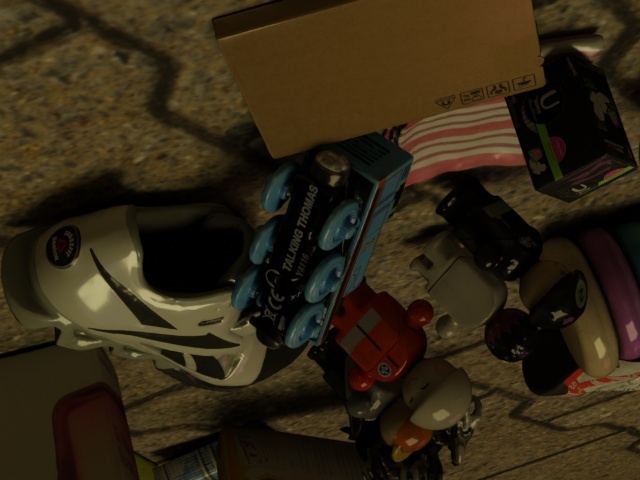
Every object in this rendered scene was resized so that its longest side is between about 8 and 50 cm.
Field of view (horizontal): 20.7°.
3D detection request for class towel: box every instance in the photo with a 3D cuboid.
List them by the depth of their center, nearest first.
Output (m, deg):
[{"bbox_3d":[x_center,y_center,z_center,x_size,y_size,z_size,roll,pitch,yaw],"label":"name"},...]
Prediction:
[{"bbox_3d":[0.124,-0.094,1.320,0.144,0.029,0.197,-11,160,-12],"label":"towel"}]

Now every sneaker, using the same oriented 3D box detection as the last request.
[{"bbox_3d":[-0.084,0.039,1.402,0.146,0.122,0.330,-24,159,32],"label":"sneaker"},{"bbox_3d":[0.360,0.107,1.958,0.145,0.090,0.270,-1,160,-36],"label":"sneaker"}]

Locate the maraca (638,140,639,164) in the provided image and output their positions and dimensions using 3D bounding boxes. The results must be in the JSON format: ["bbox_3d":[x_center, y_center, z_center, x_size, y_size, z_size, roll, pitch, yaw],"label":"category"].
[{"bbox_3d":[0.308,-0.094,1.360,0.127,0.099,0.185,-15,135,-3],"label":"maraca"}]

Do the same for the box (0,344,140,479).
[{"bbox_3d":[-0.239,0.228,1.649,0.127,0.232,0.148,-14,161,-1],"label":"box"}]

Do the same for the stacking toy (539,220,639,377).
[{"bbox_3d":[0.383,0.011,1.670,0.330,0.141,0.141,-21,161,-1],"label":"stacking toy"}]

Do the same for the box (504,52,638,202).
[{"bbox_3d":[0.177,-0.079,1.247,0.062,0.083,0.052,-29,154,29],"label":"box"}]

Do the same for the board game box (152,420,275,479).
[{"bbox_3d":[-0.125,0.302,2.162,0.194,0.060,0.194,-25,159,7],"label":"board game box"}]

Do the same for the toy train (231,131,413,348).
[{"bbox_3d":[0.000,0.000,1.302,0.105,0.080,0.184,-33,150,-45],"label":"toy train"}]

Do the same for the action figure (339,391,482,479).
[{"bbox_3d":[0.102,0.216,1.970,0.164,0.141,0.275,1,-157,0],"label":"action figure"}]

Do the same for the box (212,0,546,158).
[{"bbox_3d":[0.045,-0.124,1.163,0.201,0.021,0.164,-14,152,5],"label":"box"}]

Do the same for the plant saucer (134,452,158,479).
[{"bbox_3d":[-0.301,0.299,2.085,0.188,0.045,0.188,-17,160,7],"label":"plant saucer"}]

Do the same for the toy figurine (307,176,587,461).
[{"bbox_3d":[0.107,0.076,1.497,0.213,0.148,0.209,-40,169,-20],"label":"toy figurine"}]

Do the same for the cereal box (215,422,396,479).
[{"bbox_3d":[0.005,0.283,1.998,0.240,0.173,0.047,10,111,-10],"label":"cereal box"}]
